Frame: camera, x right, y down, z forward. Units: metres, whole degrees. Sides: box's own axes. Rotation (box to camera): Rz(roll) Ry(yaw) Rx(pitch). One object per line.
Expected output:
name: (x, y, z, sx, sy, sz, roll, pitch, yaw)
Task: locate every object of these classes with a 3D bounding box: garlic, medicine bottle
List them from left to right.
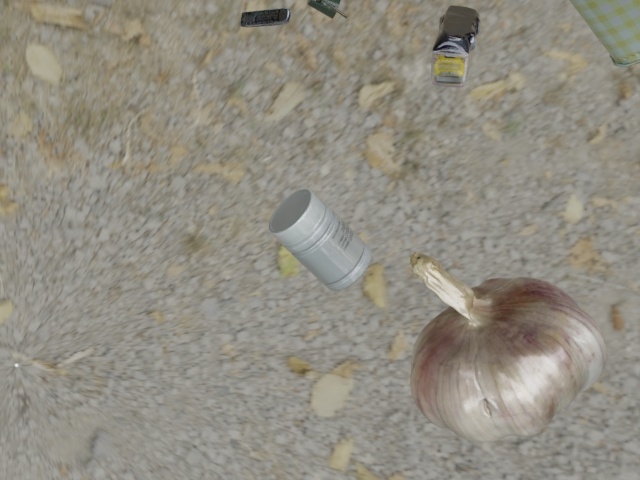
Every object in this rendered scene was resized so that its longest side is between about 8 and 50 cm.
medicine bottle: (0.000, 0.000, 1.234, 0.091, 0.058, 0.058, 44, 76, -27)
garlic: (0.194, 0.110, 1.562, 0.245, 0.245, 0.253, -38, 105, -14)

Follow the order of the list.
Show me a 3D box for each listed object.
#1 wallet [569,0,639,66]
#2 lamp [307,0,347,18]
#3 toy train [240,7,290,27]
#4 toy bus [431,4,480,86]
wallet: (0.361, -0.358, 1.495, 0.309, 0.223, 0.077, 43, 36, -34)
lamp: (0.006, -0.321, 1.700, 0.054, 0.121, 0.041, 19, 93, -13)
toy train: (-0.057, -0.243, 1.402, 0.017, 0.083, 0.017, 11, 87, -41)
toy bus: (0.182, -0.262, 1.727, 0.057, 0.172, 0.072, 7, 116, 9)
